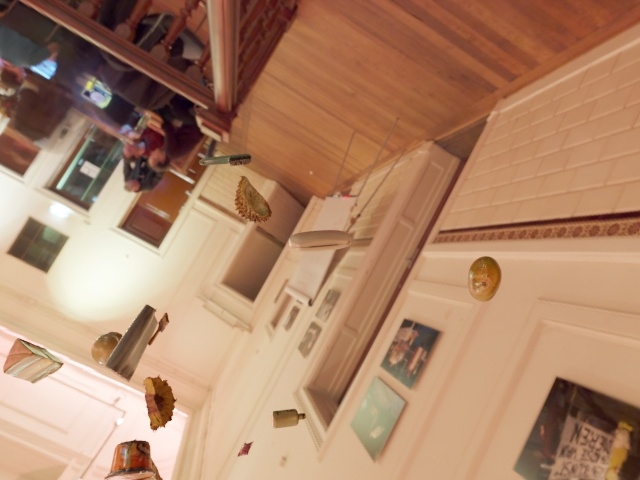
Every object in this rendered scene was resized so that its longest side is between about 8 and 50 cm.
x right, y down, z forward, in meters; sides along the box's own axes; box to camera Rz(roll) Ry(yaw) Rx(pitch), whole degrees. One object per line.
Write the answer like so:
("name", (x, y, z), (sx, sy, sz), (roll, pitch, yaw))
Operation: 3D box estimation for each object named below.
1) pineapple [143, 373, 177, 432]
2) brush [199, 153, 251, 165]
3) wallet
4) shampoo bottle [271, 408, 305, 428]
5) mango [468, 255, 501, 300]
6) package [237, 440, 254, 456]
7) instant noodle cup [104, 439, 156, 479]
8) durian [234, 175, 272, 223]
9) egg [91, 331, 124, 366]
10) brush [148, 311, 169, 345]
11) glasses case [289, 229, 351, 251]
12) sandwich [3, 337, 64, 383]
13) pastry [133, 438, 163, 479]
("pineapple", (-0.680, 0.692, 1.914), (0.135, 0.079, 0.233), (41, -149, -70))
("brush", (-0.353, -0.294, 1.666), (0.193, 0.032, 0.043), (-9, 147, -12))
("wallet", (-0.676, 0.382, 1.642), (0.054, 0.251, 0.290), (24, 154, 0))
("shampoo bottle", (-0.150, 0.845, 2.120), (0.162, 0.079, 0.079), (-1, -179, -15))
("mango", (0.602, 0.150, 1.652), (0.114, 0.156, 0.251), (2, 158, 12))
("package", (-0.289, 0.811, 1.735), (0.029, 0.059, 0.083), (41, 136, -13))
("instant noodle cup", (-0.719, 0.839, 1.700), (0.208, 0.125, 0.177), (-14, 145, 6))
("durian", (-0.305, -0.164, 1.994), (0.252, 0.139, 0.144), (45, 161, -28))
("egg", (-0.963, 0.504, 2.055), (0.164, 0.164, 0.201), (28, 159, 9))
("brush", (-0.566, 0.315, 1.551), (0.014, 0.170, 0.043), (12, -141, -40))
("glasses case", (0.000, 0.000, 1.439), (0.204, 0.051, 0.081), (-4, -154, -12))
("sandwich", (-0.916, 0.362, 1.452), (0.117, 0.187, 0.144), (42, -151, -38))
("pastry", (-0.742, 0.955, 1.882), (0.258, 0.089, 0.121), (16, 139, 56))
